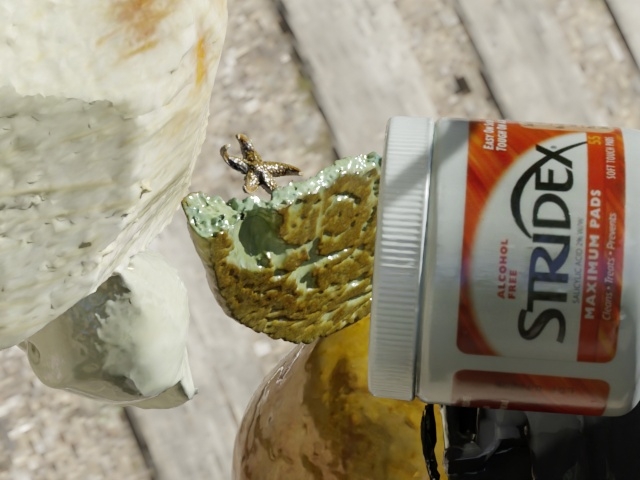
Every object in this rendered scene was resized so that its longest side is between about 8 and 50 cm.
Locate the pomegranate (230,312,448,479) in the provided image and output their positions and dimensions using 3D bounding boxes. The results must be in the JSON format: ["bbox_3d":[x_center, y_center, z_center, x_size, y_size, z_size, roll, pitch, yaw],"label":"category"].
[{"bbox_3d":[0.104,0.224,2.011,0.410,0.410,0.410,22,57,-38],"label":"pomegranate"}]

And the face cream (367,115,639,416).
[{"bbox_3d":[0.133,0.017,1.377,0.187,0.201,0.201,4,60,3],"label":"face cream"}]

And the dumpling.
[{"bbox_3d":[-0.190,0.067,1.587,0.216,0.166,0.126,27,62,-74],"label":"dumpling"}]

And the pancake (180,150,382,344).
[{"bbox_3d":[-0.004,-0.002,1.807,0.054,0.197,0.376,41,12,30],"label":"pancake"}]

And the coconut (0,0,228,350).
[{"bbox_3d":[-0.216,-0.138,1.098,0.345,0.415,0.415,36,43,7],"label":"coconut"}]

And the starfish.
[{"bbox_3d":[-0.058,-0.069,1.987,0.078,0.028,0.091,-21,67,-41],"label":"starfish"}]

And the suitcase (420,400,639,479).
[{"bbox_3d":[0.295,0.136,1.549,0.194,0.434,0.283,74,12,-55],"label":"suitcase"}]
